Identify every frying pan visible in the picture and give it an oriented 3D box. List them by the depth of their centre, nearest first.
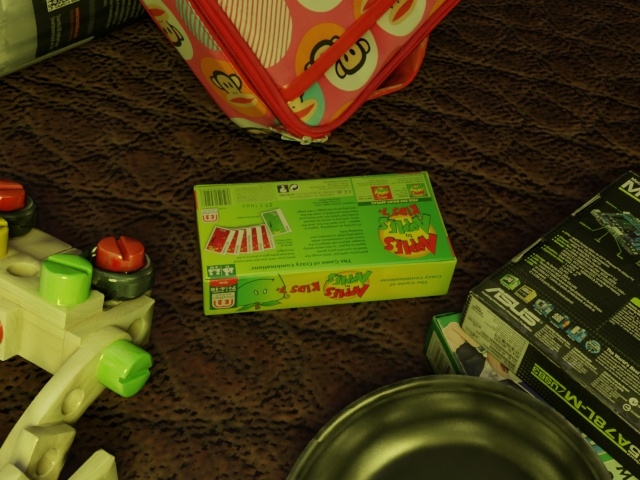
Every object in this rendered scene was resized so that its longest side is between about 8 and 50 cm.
[{"bbox_3d":[0.128,0.178,0.473,0.326,0.053,0.197,7,63,21],"label":"frying pan"}]

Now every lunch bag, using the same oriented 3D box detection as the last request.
[{"bbox_3d":[0.006,-0.228,0.749,0.293,0.258,0.120,-49,33,-22],"label":"lunch bag"}]

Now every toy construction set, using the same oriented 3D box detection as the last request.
[{"bbox_3d":[-0.227,0.053,0.529,0.328,0.151,0.215,38,31,14],"label":"toy construction set"}]

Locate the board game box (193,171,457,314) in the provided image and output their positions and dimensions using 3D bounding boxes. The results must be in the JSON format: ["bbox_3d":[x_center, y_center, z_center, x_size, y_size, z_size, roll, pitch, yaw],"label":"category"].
[{"bbox_3d":[0.000,0.000,0.670,0.181,0.043,0.092,-4,51,-10],"label":"board game box"}]

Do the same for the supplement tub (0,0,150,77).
[{"bbox_3d":[-0.199,-0.292,0.791,0.338,0.207,0.207,-31,59,-29],"label":"supplement tub"}]

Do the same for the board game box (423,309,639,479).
[{"bbox_3d":[0.224,0.161,0.557,0.214,0.046,0.317,-10,51,-16],"label":"board game box"}]

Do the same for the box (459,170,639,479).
[{"bbox_3d":[0.222,0.057,0.588,0.184,0.045,0.191,-32,58,-31],"label":"box"}]
